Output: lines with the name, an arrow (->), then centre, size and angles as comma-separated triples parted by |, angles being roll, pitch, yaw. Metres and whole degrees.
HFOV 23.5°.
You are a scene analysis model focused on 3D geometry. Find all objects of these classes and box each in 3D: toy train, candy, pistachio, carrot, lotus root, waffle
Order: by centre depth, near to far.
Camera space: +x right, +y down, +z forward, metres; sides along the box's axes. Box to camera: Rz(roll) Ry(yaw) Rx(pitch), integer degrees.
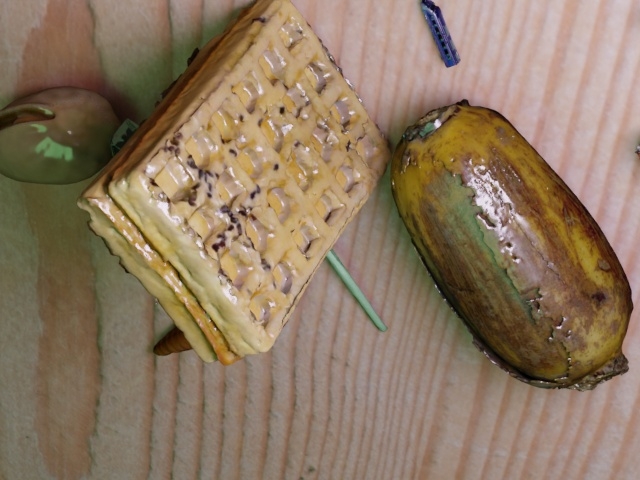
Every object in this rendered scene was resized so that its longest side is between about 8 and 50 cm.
toy train -> 0.132, -0.229, 1.687 | 0.017, 0.017, 0.083 | -7, 123, 32
waffle -> -0.080, -0.067, 1.698 | 0.114, 0.376, 0.261 | -16, 119, 39
lotus root -> 0.222, 0.016, 1.740 | 0.397, 0.179, 0.196 | 54, 150, -14
candy -> 0.000, 0.000, 1.938 | 0.093, 0.092, 0.335 | -22, 123, 24
pistachio -> -0.348, -0.130, 1.989 | 0.223, 0.126, 0.152 | -5, 160, 35
carrot -> -0.137, 0.115, 2.127 | 0.336, 0.069, 0.069 | -19, 116, 48

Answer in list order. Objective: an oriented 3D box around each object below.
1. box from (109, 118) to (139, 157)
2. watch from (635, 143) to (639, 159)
box -> -0.143, -0.038, 1.931 | 0.270, 0.045, 0.211 | 34, 167, 3
watch -> 0.404, -0.104, 1.590 | 0.268, 0.102, 0.165 | 42, 138, 3
